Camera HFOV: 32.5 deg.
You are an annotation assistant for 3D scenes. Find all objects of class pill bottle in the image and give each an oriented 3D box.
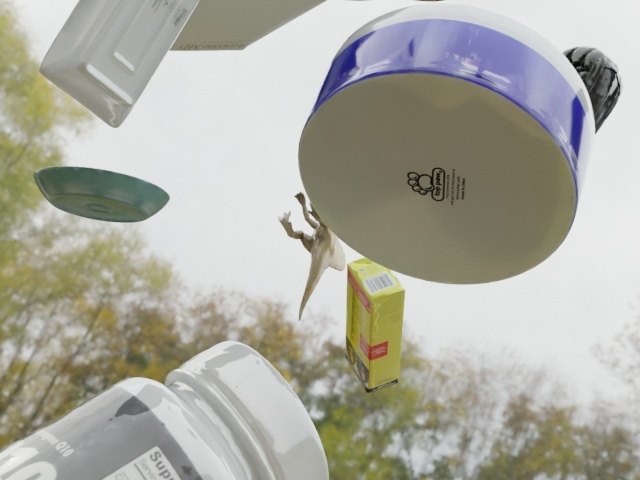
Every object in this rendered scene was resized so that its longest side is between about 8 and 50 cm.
[{"bbox_3d":[-0.183,0.243,0.917,0.204,0.361,0.204,37,-37,35],"label":"pill bottle"}]

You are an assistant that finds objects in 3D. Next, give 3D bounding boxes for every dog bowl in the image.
[{"bbox_3d":[0.116,-0.083,1.028,0.265,0.104,0.264,12,-43,12],"label":"dog bowl"}]

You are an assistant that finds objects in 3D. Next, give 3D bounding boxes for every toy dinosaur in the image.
[{"bbox_3d":[0.000,0.000,1.186,0.053,0.183,0.092,-23,-68,26],"label":"toy dinosaur"}]

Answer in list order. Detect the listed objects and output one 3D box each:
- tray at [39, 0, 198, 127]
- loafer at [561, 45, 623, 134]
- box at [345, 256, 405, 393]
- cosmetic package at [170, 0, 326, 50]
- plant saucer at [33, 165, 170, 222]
[{"bbox_3d":[-0.175,-0.255,1.150,0.030,0.270,0.145,27,-6,29],"label":"tray"},{"bbox_3d":[0.224,-0.084,1.081,0.078,0.223,0.076,33,1,-35],"label":"loafer"},{"bbox_3d":[0.080,0.128,1.660,0.232,0.058,0.087,91,-26,-49],"label":"box"},{"bbox_3d":[-0.077,-0.371,1.370,0.217,0.156,0.385,-10,-8,-42],"label":"cosmetic package"},{"bbox_3d":[-0.192,-0.037,0.961,0.119,0.021,0.119,6,-13,2],"label":"plant saucer"}]
